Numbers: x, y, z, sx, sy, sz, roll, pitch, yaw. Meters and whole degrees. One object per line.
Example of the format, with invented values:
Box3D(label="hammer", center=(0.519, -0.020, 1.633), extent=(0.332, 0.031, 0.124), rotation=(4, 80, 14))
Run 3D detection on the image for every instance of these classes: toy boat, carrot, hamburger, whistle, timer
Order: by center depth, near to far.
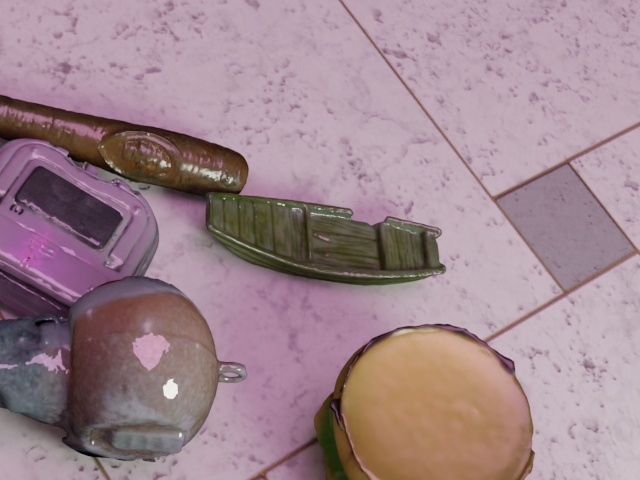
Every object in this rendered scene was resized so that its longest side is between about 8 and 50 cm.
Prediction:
Box3D(label="whistle", center=(-0.243, 0.116, 1.441), extent=(0.347, 0.189, 0.189), rotation=(1, 58, -12))
Box3D(label="hamburger", center=(0.104, 0.210, 1.560), extent=(0.237, 0.149, 0.237), rotation=(8, 59, -13))
Box3D(label="timer", center=(-0.277, -0.008, 1.564), extent=(0.208, 0.069, 0.191), rotation=(28, 48, -7))
Box3D(label="carrot", center=(-0.243, -0.107, 1.651), extent=(0.342, 0.070, 0.070), rotation=(14, 54, -17))
Box3D(label="toy boat", center=(0.000, 0.000, 1.706), extent=(0.293, 0.055, 0.093), rotation=(10, 56, -22))
